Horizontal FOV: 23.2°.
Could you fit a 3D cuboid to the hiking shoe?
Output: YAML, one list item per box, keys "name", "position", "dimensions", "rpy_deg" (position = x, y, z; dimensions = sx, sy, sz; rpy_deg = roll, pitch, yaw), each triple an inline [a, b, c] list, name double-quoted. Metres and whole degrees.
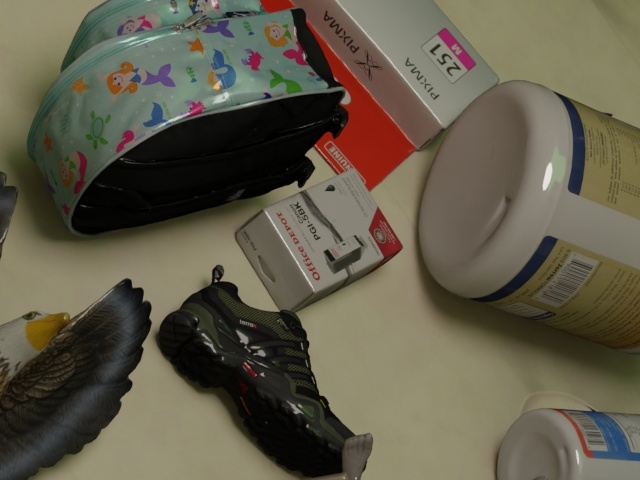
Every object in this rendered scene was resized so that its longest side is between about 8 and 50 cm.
- name: "hiking shoe"
  position: [-0.032, 0.118, 1.410]
  dimensions: [0.227, 0.086, 0.114]
  rpy_deg: [43, 51, -5]

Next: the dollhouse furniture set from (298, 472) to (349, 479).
- name: "dollhouse furniture set"
  position: [-0.069, 0.375, 1.215]
  dimensions: [0.198, 0.286, 0.303]
  rpy_deg: [-43, 119, -71]

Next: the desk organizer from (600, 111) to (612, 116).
- name: "desk organizer"
  position: [0.279, -0.123, 1.798]
  dimensions: [0.130, 0.047, 0.050]
  rpy_deg: [6, 63, -32]

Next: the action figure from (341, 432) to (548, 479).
- name: "action figure"
  position: [0.156, 0.340, 1.294]
  dimensions: [0.341, 0.178, 0.330]
  rpy_deg: [28, 33, -27]

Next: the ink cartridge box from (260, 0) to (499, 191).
- name: "ink cartridge box"
  position: [0.034, -0.212, 1.670]
  dimensions: [0.275, 0.060, 0.239]
  rpy_deg: [49, 46, -1]

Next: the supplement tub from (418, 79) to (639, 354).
- name: "supplement tub"
  position: [0.286, -0.012, 1.615]
  dimensions: [0.316, 0.228, 0.228]
  rpy_deg: [20, 54, -25]

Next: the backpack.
- name: "backpack"
  position: [-0.133, -0.114, 1.385]
  dimensions: [0.253, 0.225, 0.191]
  rpy_deg: [-24, 76, -31]

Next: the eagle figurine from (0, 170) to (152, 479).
- name: "eagle figurine"
  position: [-0.265, 0.095, 1.173]
  dimensions: [0.225, 0.226, 0.298]
  rpy_deg: [0, 21, 6]

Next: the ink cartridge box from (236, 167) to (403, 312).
- name: "ink cartridge box"
  position: [0.000, 0.000, 1.522]
  dimensions: [0.135, 0.056, 0.099]
  rpy_deg: [-27, 82, -42]

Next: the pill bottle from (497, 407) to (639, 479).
- name: "pill bottle"
  position: [0.296, 0.233, 1.549]
  dimensions: [0.221, 0.124, 0.124]
  rpy_deg: [9, 60, -32]
